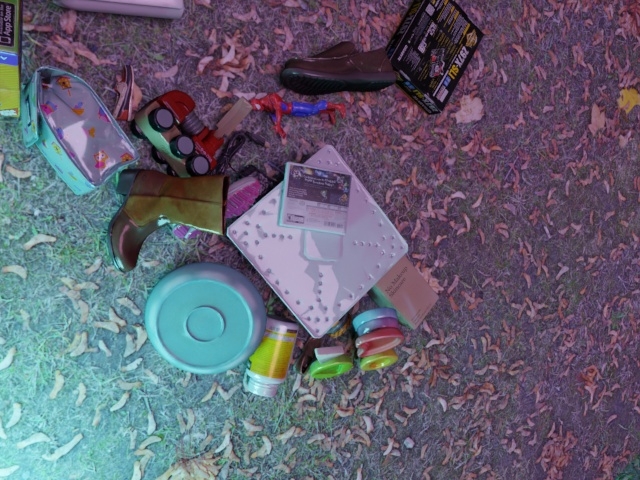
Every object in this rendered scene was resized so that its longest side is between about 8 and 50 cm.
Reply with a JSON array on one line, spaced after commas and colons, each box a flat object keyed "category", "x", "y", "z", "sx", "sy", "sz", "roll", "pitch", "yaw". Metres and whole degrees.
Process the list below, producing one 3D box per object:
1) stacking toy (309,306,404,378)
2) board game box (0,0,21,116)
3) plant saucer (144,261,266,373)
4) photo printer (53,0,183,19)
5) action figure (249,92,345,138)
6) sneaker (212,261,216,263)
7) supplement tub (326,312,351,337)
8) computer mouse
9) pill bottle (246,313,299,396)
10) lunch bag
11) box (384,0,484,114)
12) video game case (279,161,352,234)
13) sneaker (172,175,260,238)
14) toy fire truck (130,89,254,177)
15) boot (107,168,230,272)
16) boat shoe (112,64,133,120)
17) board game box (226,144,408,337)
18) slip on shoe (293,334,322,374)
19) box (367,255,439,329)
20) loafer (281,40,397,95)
[{"category": "stacking toy", "x": 0.095, "y": 0.292, "z": 1.612, "sx": 0.279, "sy": 0.309, "sz": 0.130, "roll": -10, "pitch": 60, "yaw": -9}, {"category": "board game box", "x": -0.730, "y": -0.463, "z": 0.965, "sx": 0.356, "sy": 0.356, "sz": 0.357, "roll": 2, "pitch": 84, "yaw": -29}, {"category": "plant saucer", "x": -0.299, "y": 0.212, "z": 1.414, "sx": 0.317, "sy": 0.044, "sz": 0.318, "roll": -1, "pitch": 105, "yaw": -5}, {"category": "photo printer", "x": -0.482, "y": -0.655, "z": 1.253, "sx": 0.307, "sy": 0.107, "sz": 0.256, "roll": -7, "pitch": 99, "yaw": -27}, {"category": "action figure", "x": -0.066, "y": -0.333, "z": 1.521, "sx": 0.280, "sy": 0.091, "sz": 0.139, "roll": 3, "pitch": 82, "yaw": -29}, {"category": "sneaker", "x": -0.254, "y": 0.163, "z": 1.482, "sx": 0.092, "sy": 0.087, "sz": 0.229, "roll": -43, "pitch": 115, "yaw": -17}, {"category": "supplement tub", "x": 0.001, "y": 0.195, "z": 1.606, "sx": 0.190, "sy": 0.117, "sz": 0.117, "roll": 46, "pitch": 74, "yaw": -25}, {"category": "computer mouse", "x": -0.171, "y": -0.183, "z": 1.510, "sx": 0.262, "sy": 0.060, "sz": 0.184, "roll": 29, "pitch": 78, "yaw": -22}, {"category": "pill bottle", "x": -0.140, "y": 0.325, "z": 1.544, "sx": 0.117, "sy": 0.117, "sz": 0.215, "roll": 16, "pitch": 88, "yaw": -29}, {"category": "lunch bag", "x": -0.552, "y": -0.242, "z": 1.195, "sx": 0.160, "sy": 0.223, "sz": 0.262, "roll": -45, "pitch": 114, "yaw": -25}, {"category": "box", "x": 0.355, "y": -0.609, "z": 1.732, "sx": 0.257, "sy": 0.079, "sz": 0.322, "roll": 34, "pitch": 79, "yaw": -29}, {"category": "video game case", "x": -0.011, "y": -0.113, "z": 1.476, "sx": 0.190, "sy": 0.022, "sz": 0.173, "roll": 8, "pitch": 84, "yaw": -20}, {"category": "sneaker", "x": -0.278, "y": -0.109, "z": 1.393, "sx": 0.252, "sy": 0.103, "sz": 0.111, "roll": -26, "pitch": 66, "yaw": -2}, {"category": "toy fire truck", "x": -0.311, "y": -0.298, "z": 1.382, "sx": 0.217, "sy": 0.158, "sz": 0.246, "roll": 55, "pitch": 51, "yaw": -28}, {"category": "boot", "x": -0.359, "y": -0.038, "z": 1.319, "sx": 0.280, "sy": 0.096, "sz": 0.264, "roll": 7, "pitch": 81, "yaw": 11}, {"category": "boat shoe", "x": -0.481, "y": -0.360, "z": 1.323, "sx": 0.043, "sy": 0.049, "sz": 0.137, "roll": 4, "pitch": 99, "yaw": -27}, {"category": "board game box", "x": 0.000, "y": 0.000, "z": 1.512, "sx": 0.390, "sy": 0.050, "sz": 0.390, "roll": -43, "pitch": 102, "yaw": -18}, {"category": "slip on shoe", "x": -0.033, "y": 0.344, "z": 1.647, "sx": 0.051, "sy": 0.041, "sz": 0.135, "roll": 41, "pitch": 76, "yaw": -26}, {"category": "box", "x": 0.218, "y": 0.122, "z": 1.713, "sx": 0.311, "sy": 0.121, "sz": 0.148, "roll": 46, "pitch": 74, "yaw": -25}, {"category": "loafer", "x": 0.048, "y": -0.499, "z": 1.562, "sx": 0.365, "sy": 0.133, "sz": 0.130, "roll": -9, "pitch": 88, "yaw": -31}]
